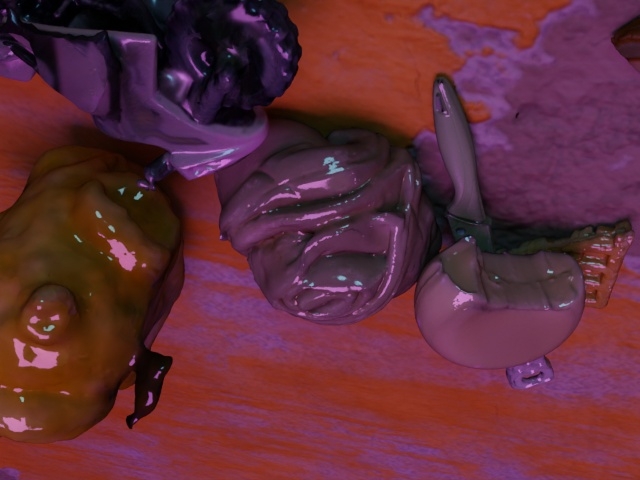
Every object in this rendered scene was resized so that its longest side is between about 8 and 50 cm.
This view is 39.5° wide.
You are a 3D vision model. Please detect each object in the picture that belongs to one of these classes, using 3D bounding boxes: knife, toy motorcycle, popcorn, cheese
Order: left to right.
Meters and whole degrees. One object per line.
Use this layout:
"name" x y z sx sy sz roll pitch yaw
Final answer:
"popcorn" -0.261 0.060 0.877 0.281 0.297 0.316 32 142 -9
"toy motorcycle" -0.169 -0.141 0.706 0.327 0.143 0.188 13 145 13
"knife" 0.135 -0.032 0.830 0.043 0.020 0.293 -5 134 21
"cheese" 0.170 0.090 0.882 0.163 0.071 0.249 -7 143 -4

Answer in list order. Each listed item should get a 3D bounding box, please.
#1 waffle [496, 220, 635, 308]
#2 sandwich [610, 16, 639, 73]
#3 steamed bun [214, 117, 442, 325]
"waffle" 0.198 0.012 0.881 0.191 0.032 0.125 9 144 9
"sandwich" 0.306 -0.162 0.623 0.079 0.113 0.163 36 174 -29
"steamed bun" -0.002 0.000 0.834 0.211 0.144 0.218 2 142 17
